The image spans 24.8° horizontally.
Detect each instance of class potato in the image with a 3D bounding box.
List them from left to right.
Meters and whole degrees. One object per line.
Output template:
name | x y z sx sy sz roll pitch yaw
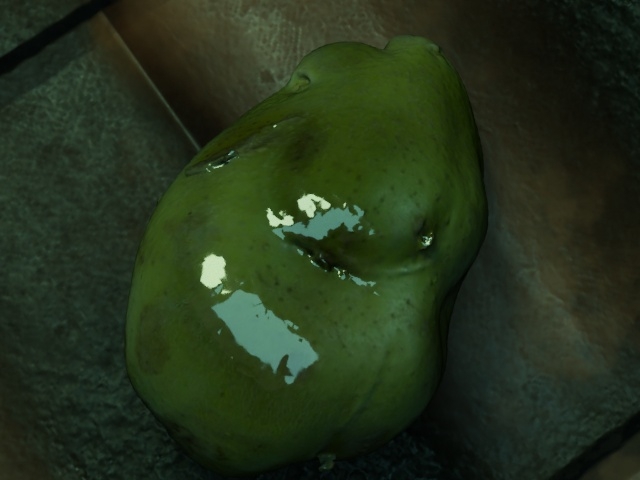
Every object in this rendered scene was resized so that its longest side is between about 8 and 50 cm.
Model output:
potato | 0.002 0.002 1.010 0.218 0.202 0.351 18 66 12
